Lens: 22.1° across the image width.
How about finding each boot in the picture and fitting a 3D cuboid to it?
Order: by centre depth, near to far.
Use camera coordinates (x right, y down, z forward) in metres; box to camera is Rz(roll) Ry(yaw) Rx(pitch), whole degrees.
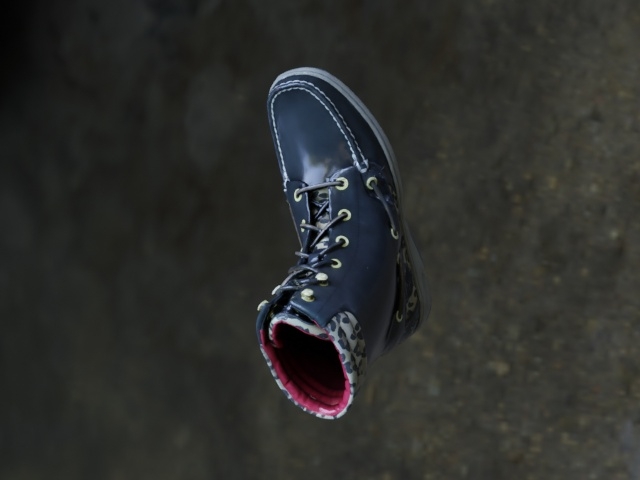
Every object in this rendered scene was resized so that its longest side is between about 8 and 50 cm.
[{"bbox_3d":[0.002,0.001,1.228,0.085,0.178,0.236,-14,107,27],"label":"boot"}]
